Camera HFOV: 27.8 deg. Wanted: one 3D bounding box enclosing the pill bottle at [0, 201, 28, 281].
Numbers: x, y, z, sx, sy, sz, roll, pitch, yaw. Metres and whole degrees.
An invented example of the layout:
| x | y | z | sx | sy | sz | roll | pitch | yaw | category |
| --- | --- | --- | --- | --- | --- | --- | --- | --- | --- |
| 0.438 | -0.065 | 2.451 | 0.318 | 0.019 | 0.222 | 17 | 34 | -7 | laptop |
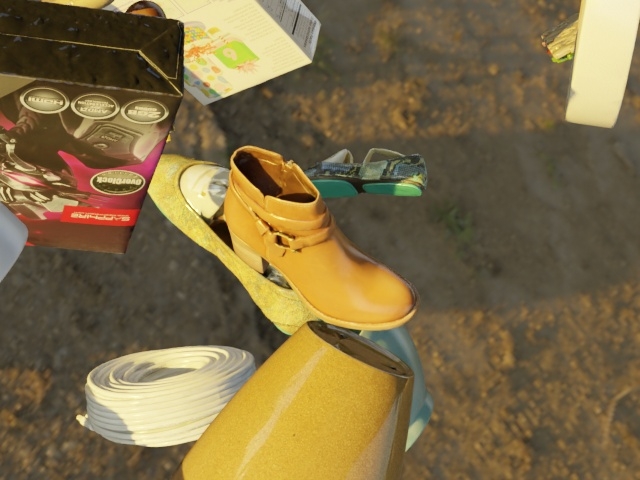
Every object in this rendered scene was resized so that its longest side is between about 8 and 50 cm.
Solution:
| x | y | z | sx | sy | sz | roll | pitch | yaw | category |
| --- | --- | --- | --- | --- | --- | --- | --- | --- | --- |
| -0.276 | -0.051 | 0.667 | 0.245 | 0.136 | 0.136 | 45 | 39 | -20 | pill bottle |

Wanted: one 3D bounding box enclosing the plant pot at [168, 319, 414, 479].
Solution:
| x | y | z | sx | sy | sz | roll | pitch | yaw | category |
| --- | --- | --- | --- | --- | --- | --- | --- | --- | --- |
| -0.018 | 0.215 | 1.262 | 0.237 | 0.254 | 0.237 | 24 | 8 | -4 | plant pot |

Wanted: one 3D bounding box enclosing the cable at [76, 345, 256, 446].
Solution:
| x | y | z | sx | sy | sz | roll | pitch | yaw | category |
| --- | --- | --- | --- | --- | --- | --- | --- | --- | --- |
| -0.212 | 0.219 | 1.876 | 0.257 | 0.257 | 0.089 | -14 | 102 | -25 | cable |

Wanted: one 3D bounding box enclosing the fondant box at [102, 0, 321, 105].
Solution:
| x | y | z | sx | sy | sz | roll | pitch | yaw | category |
| --- | --- | --- | --- | --- | --- | --- | --- | --- | --- |
| -0.193 | -0.381 | 2.067 | 0.330 | 0.238 | 0.096 | 44 | 44 | -36 | fondant box |

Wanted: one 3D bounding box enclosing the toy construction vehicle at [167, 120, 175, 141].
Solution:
| x | y | z | sx | sy | sz | roll | pitch | yaw | category |
| --- | --- | --- | --- | --- | --- | --- | --- | --- | --- |
| -0.280 | -0.170 | 2.071 | 0.086 | 0.098 | 0.035 | -6 | 76 | -39 | toy construction vehicle |

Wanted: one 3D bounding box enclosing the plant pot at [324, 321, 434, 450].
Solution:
| x | y | z | sx | sy | sz | roll | pitch | yaw | category |
| --- | --- | --- | --- | --- | --- | --- | --- | --- | --- |
| 0.051 | 0.242 | 2.005 | 0.196 | 0.293 | 0.293 | 44 | 40 | -12 | plant pot |

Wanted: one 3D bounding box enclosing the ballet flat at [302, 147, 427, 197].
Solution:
| x | y | z | sx | sy | sz | roll | pitch | yaw | category |
| --- | --- | --- | --- | --- | --- | --- | --- | --- | --- |
| 0.052 | -0.091 | 1.724 | 0.188 | 0.070 | 0.070 | 2 | 41 | 15 | ballet flat |

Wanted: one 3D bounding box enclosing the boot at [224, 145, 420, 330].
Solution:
| x | y | z | sx | sy | sz | roll | pitch | yaw | category |
| --- | --- | --- | --- | --- | --- | --- | --- | --- | --- |
| 0.000 | 0.000 | 1.138 | 0.197 | 0.152 | 0.073 | 22 | 61 | 11 | boot |

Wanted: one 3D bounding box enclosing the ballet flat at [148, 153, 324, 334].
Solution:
| x | y | z | sx | sy | sz | roll | pitch | yaw | category |
| --- | --- | --- | --- | --- | --- | --- | --- | --- | --- |
| -0.107 | -0.022 | 1.768 | 0.348 | 0.123 | 0.123 | 47 | 40 | 15 | ballet flat |

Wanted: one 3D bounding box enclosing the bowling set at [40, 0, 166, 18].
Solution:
| x | y | z | sx | sy | sz | roll | pitch | yaw | category |
| --- | --- | --- | --- | --- | --- | --- | --- | --- | --- |
| -0.296 | -0.314 | 1.586 | 0.287 | 0.154 | 0.199 | -44 | 115 | -50 | bowling set |

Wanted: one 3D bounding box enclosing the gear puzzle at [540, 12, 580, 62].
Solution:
| x | y | z | sx | sy | sz | roll | pitch | yaw | category |
| --- | --- | --- | --- | --- | --- | --- | --- | --- | --- |
| 0.465 | -0.342 | 2.151 | 0.044 | 0.175 | 0.339 | 59 | 12 | -13 | gear puzzle |

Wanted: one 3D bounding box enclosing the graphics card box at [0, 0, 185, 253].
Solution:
| x | y | z | sx | sy | sz | roll | pitch | yaw | category |
| --- | --- | --- | --- | --- | --- | --- | --- | --- | --- |
| -0.282 | -0.104 | 1.313 | 0.233 | 0.371 | 0.094 | 6 | 63 | -16 | graphics card box |

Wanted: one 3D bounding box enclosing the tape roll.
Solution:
| x | y | z | sx | sy | sz | roll | pitch | yaw | category |
| --- | --- | --- | --- | --- | --- | --- | --- | --- | --- |
| 0.392 | -0.346 | 1.737 | 0.072 | 0.392 | 0.392 | 9 | 43 | 9 | tape roll |
